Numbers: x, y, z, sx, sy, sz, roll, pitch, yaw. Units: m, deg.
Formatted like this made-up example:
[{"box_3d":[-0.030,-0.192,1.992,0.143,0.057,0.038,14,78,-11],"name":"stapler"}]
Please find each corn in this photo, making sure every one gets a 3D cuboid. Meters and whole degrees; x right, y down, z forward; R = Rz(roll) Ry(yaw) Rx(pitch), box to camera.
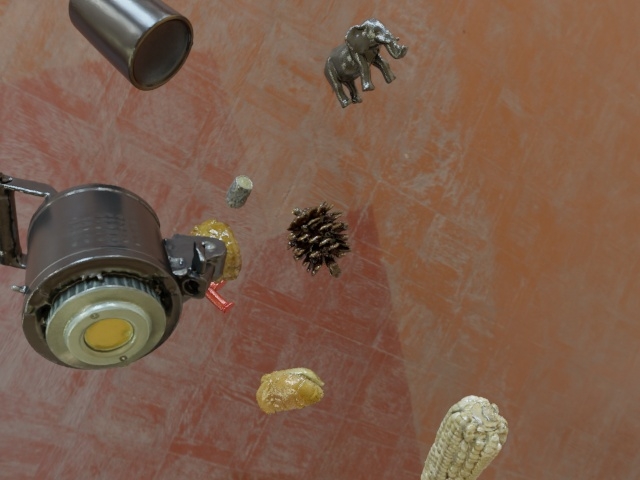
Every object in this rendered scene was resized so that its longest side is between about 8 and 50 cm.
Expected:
[{"box_3d":[0.206,0.317,0.730,0.087,0.087,0.211,-4,129,-22],"name":"corn"}]

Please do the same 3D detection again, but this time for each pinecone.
[{"box_3d":[-0.001,0.001,1.349,0.186,0.169,0.212,-33,112,-34],"name":"pinecone"}]

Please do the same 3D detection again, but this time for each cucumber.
[{"box_3d":[-0.230,-0.137,1.378,0.064,0.112,0.064,10,61,-18],"name":"cucumber"}]

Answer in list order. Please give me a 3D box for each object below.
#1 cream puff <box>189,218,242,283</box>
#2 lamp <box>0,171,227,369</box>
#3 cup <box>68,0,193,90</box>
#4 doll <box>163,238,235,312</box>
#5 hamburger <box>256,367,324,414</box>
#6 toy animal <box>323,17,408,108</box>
[{"box_3d":[-0.219,0.024,0.996,0.103,0.144,0.126,-13,114,-16],"name":"cream puff"},{"box_3d":[-0.336,0.053,0.729,0.374,0.272,0.205,9,120,-11],"name":"lamp"},{"box_3d":[-0.380,-0.399,0.991,0.177,0.239,0.166,39,63,5],"name":"cup"},{"box_3d":[-0.456,0.108,1.711,0.099,0.384,0.188,-44,149,-29],"name":"doll"},{"box_3d":[-0.114,0.508,1.680,0.262,0.124,0.131,-17,120,24],"name":"hamburger"},{"box_3d":[0.096,-0.419,1.156,0.114,0.245,0.146,-28,96,-53],"name":"toy animal"}]
